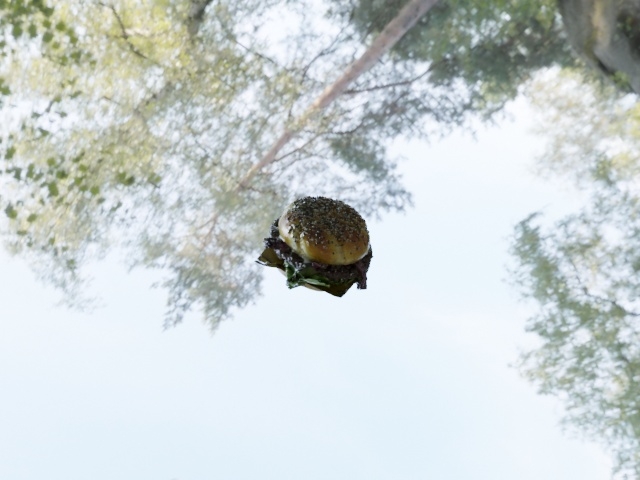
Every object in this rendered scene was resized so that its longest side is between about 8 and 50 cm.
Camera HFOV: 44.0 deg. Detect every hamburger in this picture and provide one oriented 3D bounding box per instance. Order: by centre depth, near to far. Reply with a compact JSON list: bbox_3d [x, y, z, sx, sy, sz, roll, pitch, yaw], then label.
[{"bbox_3d":[0.001,0.003,1.136,0.164,0.093,0.189,17,-144,2],"label":"hamburger"}]
